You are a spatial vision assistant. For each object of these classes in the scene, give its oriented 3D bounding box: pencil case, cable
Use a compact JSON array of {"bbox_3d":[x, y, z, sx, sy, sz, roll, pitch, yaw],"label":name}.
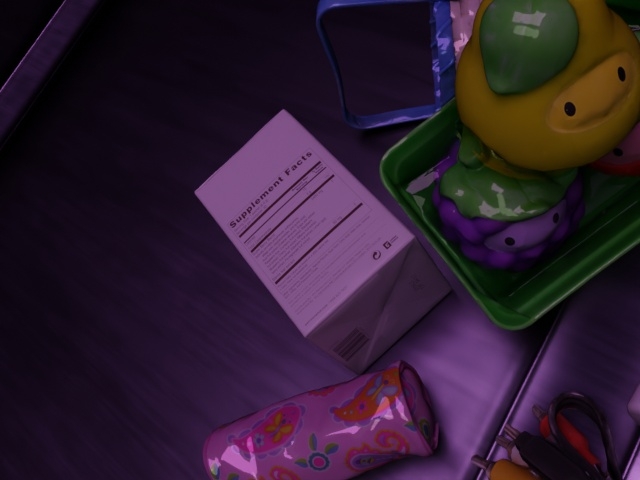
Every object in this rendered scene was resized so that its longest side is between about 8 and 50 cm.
[{"bbox_3d":[-0.001,0.244,0.844,0.284,0.124,0.124,-24,57,15],"label":"pencil case"},{"bbox_3d":[0.286,0.259,0.688,0.139,0.072,0.287,-38,40,-9],"label":"cable"}]

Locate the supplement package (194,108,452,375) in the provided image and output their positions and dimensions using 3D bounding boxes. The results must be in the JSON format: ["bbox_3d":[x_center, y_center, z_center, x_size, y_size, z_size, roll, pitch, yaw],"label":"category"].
[{"bbox_3d":[0.000,0.000,0.926,0.175,0.177,0.293,-43,54,2],"label":"supplement package"}]

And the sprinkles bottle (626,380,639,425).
[{"bbox_3d":[0.453,0.056,0.704,0.121,0.121,0.356,29,80,35],"label":"sprinkles bottle"}]

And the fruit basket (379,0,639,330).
[{"bbox_3d":[0.255,-0.114,0.716,0.392,0.392,0.283,-38,85,4],"label":"fruit basket"}]

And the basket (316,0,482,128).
[{"bbox_3d":[0.154,-0.249,0.932,0.288,0.255,0.201,-2,65,14],"label":"basket"}]
